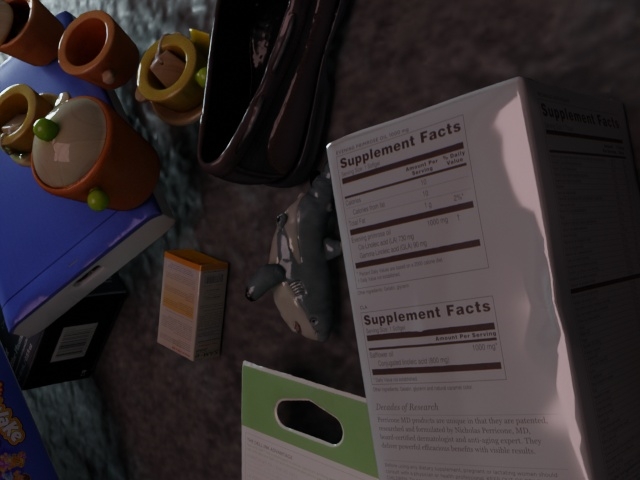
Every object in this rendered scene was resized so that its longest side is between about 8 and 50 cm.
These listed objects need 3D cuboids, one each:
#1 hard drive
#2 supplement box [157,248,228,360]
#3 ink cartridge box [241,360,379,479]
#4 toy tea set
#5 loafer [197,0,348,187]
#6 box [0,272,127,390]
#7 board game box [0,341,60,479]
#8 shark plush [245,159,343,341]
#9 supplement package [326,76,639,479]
[{"bbox_3d":[-0.303,-0.084,0.808,0.210,0.040,0.318,-37,61,12],"label":"hard drive"},{"bbox_3d":[-0.128,0.063,0.728,0.062,0.036,0.098,18,105,41],"label":"supplement box"},{"bbox_3d":[0.003,0.228,0.606,0.171,0.056,0.235,7,95,43],"label":"ink cartridge box"},{"bbox_3d":[-0.263,-0.158,0.715,0.336,0.124,0.200,23,85,30],"label":"toy tea set"},{"bbox_3d":[-0.041,-0.192,0.584,0.109,0.095,0.302,15,103,42],"label":"loafer"},{"bbox_3d":[-0.330,0.068,0.882,0.158,0.093,0.156,49,124,30],"label":"box"},{"bbox_3d":[-0.391,0.249,0.884,0.347,0.078,0.233,61,150,12],"label":"board game box"},{"bbox_3d":[0.000,0.000,0.613,0.067,0.073,0.161,19,86,21],"label":"shark plush"},{"bbox_3d":[0.112,0.046,0.430,0.134,0.139,0.244,-13,83,42],"label":"supplement package"}]
